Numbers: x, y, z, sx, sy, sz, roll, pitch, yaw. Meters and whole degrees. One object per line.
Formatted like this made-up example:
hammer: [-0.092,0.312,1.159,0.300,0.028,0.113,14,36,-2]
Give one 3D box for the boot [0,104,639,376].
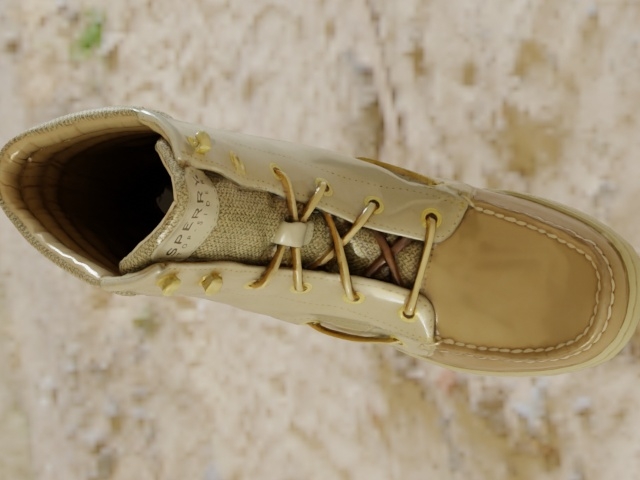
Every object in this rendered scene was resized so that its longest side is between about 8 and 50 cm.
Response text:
boot: [0.000,0.000,0.833,0.262,0.203,0.095,17,93,31]
